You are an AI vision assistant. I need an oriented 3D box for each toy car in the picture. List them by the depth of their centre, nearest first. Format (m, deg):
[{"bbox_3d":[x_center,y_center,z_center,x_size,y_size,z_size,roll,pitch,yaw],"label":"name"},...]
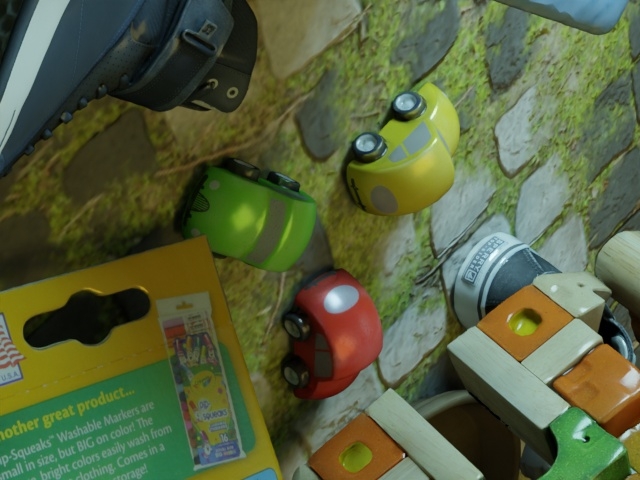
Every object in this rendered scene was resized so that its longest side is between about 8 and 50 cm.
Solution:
[{"bbox_3d":[0.000,0.000,1.014,0.225,0.053,0.239,12,104,-54],"label":"toy car"}]

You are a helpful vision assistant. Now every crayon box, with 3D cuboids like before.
[{"bbox_3d":[-0.110,0.178,0.878,0.203,0.083,0.323,-17,89,-44],"label":"crayon box"}]

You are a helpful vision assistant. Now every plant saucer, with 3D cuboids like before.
[{"bbox_3d":[0.063,0.241,1.268,0.278,0.041,0.278,-30,133,-37],"label":"plant saucer"}]

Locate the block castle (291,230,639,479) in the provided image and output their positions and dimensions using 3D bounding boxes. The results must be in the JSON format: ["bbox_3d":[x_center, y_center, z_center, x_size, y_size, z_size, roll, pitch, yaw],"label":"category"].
[{"bbox_3d":[0.172,0.236,1.131,0.453,0.213,0.303,-37,135,-13],"label":"block castle"}]

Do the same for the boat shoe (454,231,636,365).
[{"bbox_3d":[0.210,0.094,1.295,0.108,0.102,0.301,-53,144,-11],"label":"boat shoe"}]

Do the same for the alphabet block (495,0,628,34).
[{"bbox_3d":[0.069,-0.236,0.807,0.192,0.197,0.193,5,109,-57],"label":"alphabet block"}]

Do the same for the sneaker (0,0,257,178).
[{"bbox_3d":[-0.123,-0.069,0.787,0.163,0.086,0.226,33,86,-52],"label":"sneaker"}]
